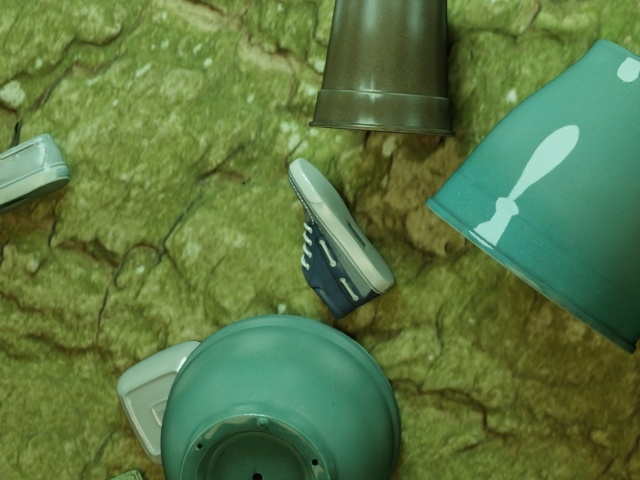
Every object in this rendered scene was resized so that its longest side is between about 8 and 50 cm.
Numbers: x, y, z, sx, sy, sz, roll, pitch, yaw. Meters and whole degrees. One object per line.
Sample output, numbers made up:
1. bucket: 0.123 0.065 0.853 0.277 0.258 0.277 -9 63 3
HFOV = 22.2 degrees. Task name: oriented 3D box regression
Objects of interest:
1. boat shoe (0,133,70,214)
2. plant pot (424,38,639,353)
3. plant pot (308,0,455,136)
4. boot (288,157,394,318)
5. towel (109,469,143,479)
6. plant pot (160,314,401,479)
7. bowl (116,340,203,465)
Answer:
1. boat shoe: -0.427 -0.076 2.088 0.227 0.079 0.081 -20 83 18
2. plant pot: 0.292 -0.063 1.728 0.271 0.271 0.255 36 95 11
3. plant pot: 0.074 -0.203 1.831 0.167 0.167 0.165 5 94 20
4. boot: 0.000 0.000 1.937 0.086 0.069 0.190 -35 88 20
5. towel: -0.273 0.368 2.132 0.148 0.027 0.110 -24 92 22
6. plant pot: -0.061 0.253 1.908 0.293 0.196 0.293 2 104 8
7. bowl: -0.185 0.211 2.056 0.142 0.053 0.142 -25 91 21
